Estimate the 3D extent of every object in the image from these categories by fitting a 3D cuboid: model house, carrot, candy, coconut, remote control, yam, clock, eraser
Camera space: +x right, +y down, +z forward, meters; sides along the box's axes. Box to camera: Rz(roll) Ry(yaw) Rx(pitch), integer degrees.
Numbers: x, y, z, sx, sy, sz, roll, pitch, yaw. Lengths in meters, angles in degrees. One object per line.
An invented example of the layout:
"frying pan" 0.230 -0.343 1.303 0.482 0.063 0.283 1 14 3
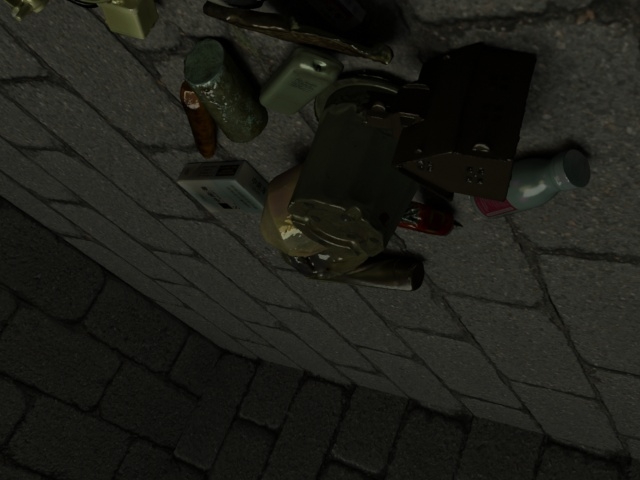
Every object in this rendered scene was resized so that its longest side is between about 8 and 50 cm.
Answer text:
"model house" 0.186 -0.174 1.019 0.243 0.211 0.204 12 154 15
"carrot" -0.272 -0.262 1.486 0.066 0.066 0.314 22 159 4
"candy" 0.220 -0.048 1.402 0.086 0.059 0.292 11 -179 37
"coconut" -0.034 -0.070 1.455 0.197 0.237 0.237 67 154 4
"remote control" -0.043 -0.277 1.169 0.090 0.038 0.309 17 174 -15
"yam" -0.187 -0.291 1.277 0.107 0.107 0.194 10 153 31
"clock" -0.481 -0.487 1.121 0.379 0.120 0.276 18 152 14
"eraser" 0.010 -0.372 0.994 0.122 0.029 0.052 37 155 -28

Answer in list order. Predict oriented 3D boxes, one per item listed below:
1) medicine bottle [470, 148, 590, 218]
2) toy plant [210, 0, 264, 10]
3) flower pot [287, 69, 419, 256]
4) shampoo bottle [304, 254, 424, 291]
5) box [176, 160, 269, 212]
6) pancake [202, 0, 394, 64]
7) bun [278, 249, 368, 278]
"medicine bottle" 0.371 -0.101 1.167 0.090 0.090 0.217 33 156 -21
"toy plant" -0.217 -0.437 0.831 0.332 0.247 0.247 18 157 21
"flower pot" 0.079 -0.120 1.193 0.290 0.259 0.290 20 156 9
"shampoo bottle" 0.118 0.081 1.801 0.350 0.125 0.084 4 114 36
"box" -0.249 -0.140 1.738 0.243 0.067 0.155 4 149 40
"pancake" -0.031 -0.310 0.970 0.288 0.033 0.286 15 -166 3
"bun" 0.003 0.003 1.682 0.273 0.168 0.273 17 150 10
